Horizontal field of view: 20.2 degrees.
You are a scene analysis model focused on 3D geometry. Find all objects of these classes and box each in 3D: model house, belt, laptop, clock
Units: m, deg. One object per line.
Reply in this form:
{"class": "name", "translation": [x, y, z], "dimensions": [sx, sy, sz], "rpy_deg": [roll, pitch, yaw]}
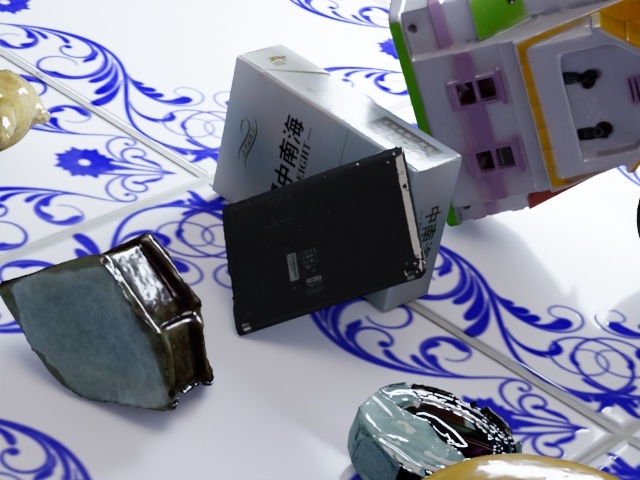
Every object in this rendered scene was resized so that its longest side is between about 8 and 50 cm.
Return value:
{"class": "model house", "translation": [-0.151, 0.064, 1.484], "dimensions": [0.165, 0.106, 0.152], "rpy_deg": [57, 29, 4]}
{"class": "belt", "translation": [0.089, 0.168, 1.412], "dimensions": [0.140, 0.058, 0.105], "rpy_deg": [24, 39, 13]}
{"class": "laptop", "translation": [0.000, 0.000, 1.553], "dimensions": [0.180, 0.016, 0.129], "rpy_deg": [-19, 62, 18]}
{"class": "clock", "translation": [0.246, -0.165, 1.733], "dimensions": [0.309, 0.235, 0.166], "rpy_deg": [-11, 26, 15]}

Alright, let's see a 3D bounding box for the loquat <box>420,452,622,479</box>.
{"class": "loquat", "translation": [0.124, 0.260, 1.081], "dimensions": [0.263, 0.263, 0.263], "rpy_deg": [8, 31, -5]}

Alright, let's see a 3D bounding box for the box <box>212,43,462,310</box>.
{"class": "box", "translation": [0.010, -0.062, 1.669], "dimensions": [0.067, 0.155, 0.243], "rpy_deg": [-18, 43, -43]}

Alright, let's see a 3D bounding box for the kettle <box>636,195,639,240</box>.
{"class": "kettle", "translation": [0.450, 0.000, 1.708], "dimensions": [0.290, 0.207, 0.268], "rpy_deg": [13, 2, 28]}

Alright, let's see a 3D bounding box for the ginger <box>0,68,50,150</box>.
{"class": "ginger", "translation": [-0.391, -0.075, 1.597], "dimensions": [0.348, 0.122, 0.363], "rpy_deg": [-12, 27, -19]}
